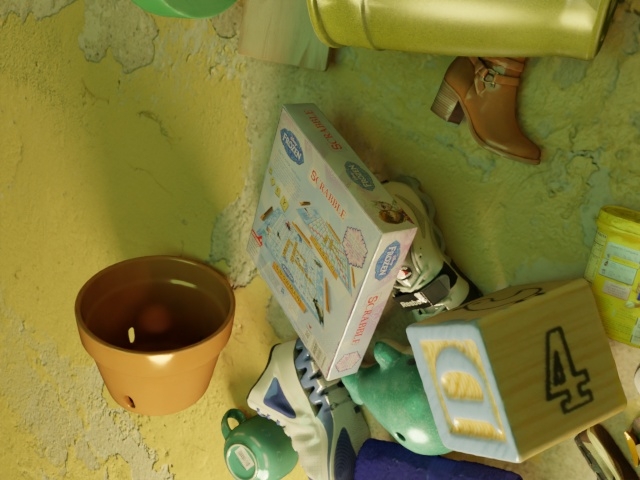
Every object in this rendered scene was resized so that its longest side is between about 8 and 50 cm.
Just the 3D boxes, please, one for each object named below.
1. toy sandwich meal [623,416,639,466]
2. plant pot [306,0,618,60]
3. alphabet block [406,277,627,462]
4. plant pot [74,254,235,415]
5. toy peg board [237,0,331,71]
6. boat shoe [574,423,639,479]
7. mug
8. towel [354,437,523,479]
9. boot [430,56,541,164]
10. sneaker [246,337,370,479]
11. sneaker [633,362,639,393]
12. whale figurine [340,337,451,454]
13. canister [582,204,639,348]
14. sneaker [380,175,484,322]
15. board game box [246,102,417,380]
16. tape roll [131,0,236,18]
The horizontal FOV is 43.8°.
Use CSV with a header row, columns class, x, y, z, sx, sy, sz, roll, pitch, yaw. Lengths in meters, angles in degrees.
class,x,y,z,sx,sy,sz,roll,pitch,yaw
toy sandwich meal,0.469,0.291,1.131,0.085,0.029,0.086,-4,85,50
plant pot,0.216,-0.388,1.017,0.352,0.366,0.367,19,110,18
alphabet block,0.270,0.176,1.116,0.192,0.197,0.194,-15,93,65
plant pot,-0.308,0.193,1.514,0.290,0.291,0.204,25,129,28
toy peg board,-0.042,-0.381,1.342,0.160,0.079,0.161,14,108,15
boat shoe,0.429,0.346,1.171,0.049,0.056,0.152,-40,67,38
mug,-0.132,0.404,1.526,0.157,0.097,0.130,6,103,32
towel,0.186,0.454,1.277,0.308,0.076,0.228,2,85,42
boot,0.267,-0.212,1.160,0.197,0.073,0.152,37,113,20
sneaker,-0.028,0.315,1.437,0.182,0.127,0.316,-16,83,38
sneaker,0.523,0.260,1.025,0.282,0.161,0.102,39,119,23
whale figurine,0.126,0.258,1.289,0.272,0.141,0.216,2,128,44
canister,0.427,0.051,1.101,0.126,0.073,0.170,21,112,29
sneaker,0.152,0.062,1.246,0.122,0.146,0.331,-33,82,32
board game box,0.000,0.000,1.274,0.319,0.065,0.318,55,142,36
tape roll,-0.218,-0.521,1.270,0.077,0.321,0.321,14,107,31
